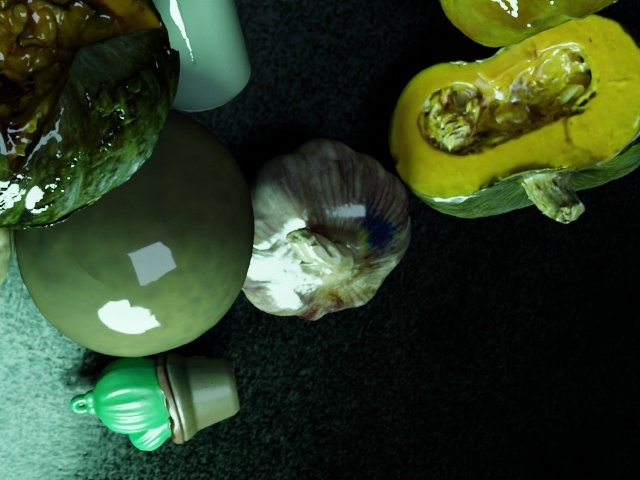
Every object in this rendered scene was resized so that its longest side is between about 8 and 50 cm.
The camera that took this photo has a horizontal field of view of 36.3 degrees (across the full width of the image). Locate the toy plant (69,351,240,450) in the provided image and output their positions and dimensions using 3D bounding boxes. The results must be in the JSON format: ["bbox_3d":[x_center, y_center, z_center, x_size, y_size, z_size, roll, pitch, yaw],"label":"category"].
[{"bbox_3d":[-0.202,0.198,1.199,0.201,0.105,0.142,-8,133,-6],"label":"toy plant"}]

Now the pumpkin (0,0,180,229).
[{"bbox_3d":[-0.280,-0.155,0.817,0.321,0.320,0.192,11,148,-32],"label":"pumpkin"}]

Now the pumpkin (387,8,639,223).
[{"bbox_3d":[0.272,-0.121,1.193,0.325,0.242,0.232,-16,162,25],"label":"pumpkin"}]

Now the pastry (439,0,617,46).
[{"bbox_3d":[0.270,-0.359,1.051,0.356,0.356,0.164,-46,108,-2],"label":"pastry"}]

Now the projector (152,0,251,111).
[{"bbox_3d":[-0.146,-0.278,0.914,0.108,0.108,0.337,-29,141,-14],"label":"projector"}]

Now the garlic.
[{"bbox_3d":[0.000,0.000,1.157,0.245,0.160,0.244,-12,129,-16],"label":"garlic"}]

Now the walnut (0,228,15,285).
[{"bbox_3d":[-0.378,-0.001,0.980,0.140,0.140,0.162,-9,99,-25],"label":"walnut"}]

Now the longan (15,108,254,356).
[{"bbox_3d":[-0.187,-0.008,1.018,0.258,0.258,0.258,-12,118,-24],"label":"longan"}]
